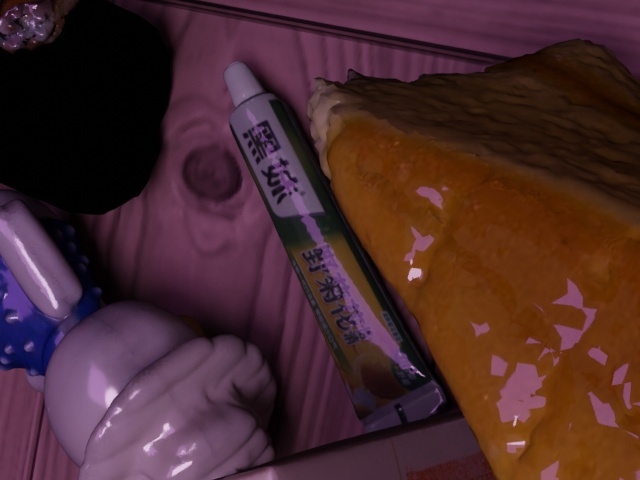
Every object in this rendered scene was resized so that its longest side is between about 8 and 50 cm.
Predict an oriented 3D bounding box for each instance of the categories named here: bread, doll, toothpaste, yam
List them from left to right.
[{"bbox_3d":[-0.212,-0.107,0.697,0.279,0.131,0.131,20,102,30],"label":"yam"},{"bbox_3d":[-0.128,0.054,0.649,0.293,0.119,0.138,35,140,35],"label":"doll"},{"bbox_3d":[0.000,0.000,0.606,0.049,0.031,0.204,-34,74,30],"label":"toothpaste"},{"bbox_3d":[0.142,0.104,0.394,0.361,0.233,0.245,34,111,34],"label":"bread"}]

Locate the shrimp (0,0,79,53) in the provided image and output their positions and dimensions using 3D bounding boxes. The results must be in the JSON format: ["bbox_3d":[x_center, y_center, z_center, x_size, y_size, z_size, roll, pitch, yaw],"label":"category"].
[{"bbox_3d":[-0.069,-0.129,0.581,0.161,0.166,0.049,21,135,33],"label":"shrimp"}]

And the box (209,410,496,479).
[{"bbox_3d":[0.035,0.143,0.480,0.058,0.201,0.141,-21,77,32],"label":"box"}]
